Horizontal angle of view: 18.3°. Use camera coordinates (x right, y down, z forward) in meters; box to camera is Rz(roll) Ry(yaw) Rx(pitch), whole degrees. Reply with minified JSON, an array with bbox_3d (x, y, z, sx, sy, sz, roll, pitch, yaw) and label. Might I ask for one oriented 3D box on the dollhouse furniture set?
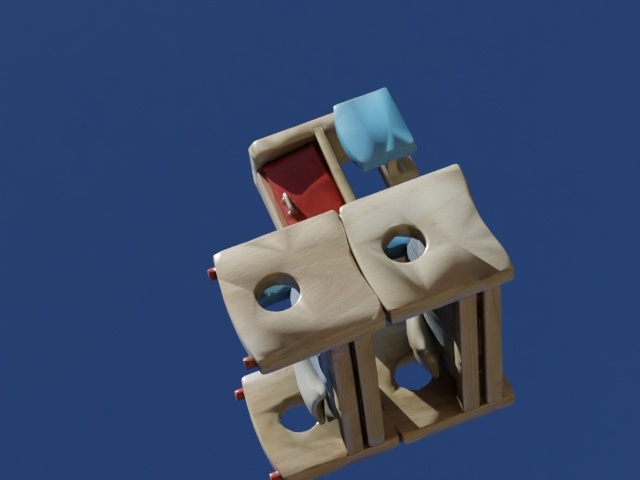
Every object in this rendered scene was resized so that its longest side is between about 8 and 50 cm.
[{"bbox_3d":[0.000,0.000,0.985,0.129,0.184,0.129,-20,-33,-8],"label":"dollhouse furniture set"}]
